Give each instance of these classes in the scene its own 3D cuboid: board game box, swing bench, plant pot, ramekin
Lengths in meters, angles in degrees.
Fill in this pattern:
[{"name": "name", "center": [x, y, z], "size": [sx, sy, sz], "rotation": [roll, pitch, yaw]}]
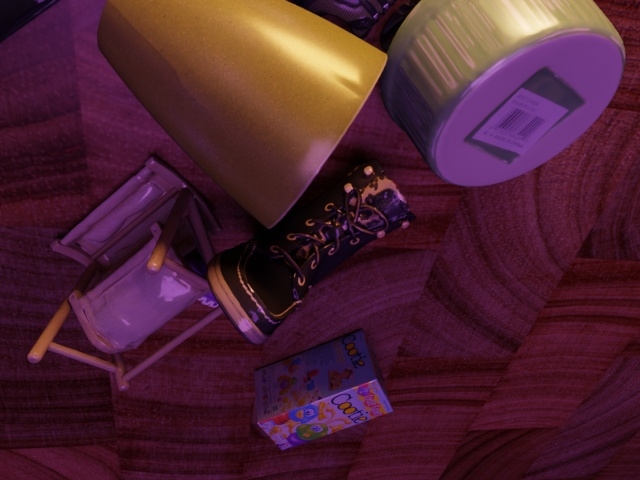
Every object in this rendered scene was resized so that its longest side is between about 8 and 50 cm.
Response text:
[{"name": "board game box", "center": [0.005, 0.345, 1.091], "size": [0.275, 0.144, 0.142], "rotation": [-22, 128, 7]}, {"name": "swing bench", "center": [-0.292, 0.050, 0.757], "size": [0.253, 0.255, 0.165], "rotation": [-35, 134, 16]}, {"name": "plant pot", "center": [-0.114, -0.209, 0.612], "size": [0.293, 0.275, 0.275], "rotation": [34, 115, -11]}, {"name": "ramekin", "center": [0.250, -0.213, 0.661], "size": [0.303, 0.148, 0.304], "rotation": [-14, 149, -9]}]

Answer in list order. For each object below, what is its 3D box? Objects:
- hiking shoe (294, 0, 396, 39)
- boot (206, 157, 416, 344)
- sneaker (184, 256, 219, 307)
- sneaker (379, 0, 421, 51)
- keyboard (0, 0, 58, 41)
[{"name": "hiking shoe", "center": [0.072, -0.341, 0.646], "size": [0.226, 0.086, 0.114], "rotation": [-5, 137, 3]}, {"name": "boot", "center": [0.000, 0.000, 0.725], "size": [0.284, 0.377, 0.138], "rotation": [-34, 91, 8]}, {"name": "sneaker", "center": [-0.158, 0.085, 0.907], "size": [0.104, 0.095, 0.236], "rotation": [-43, 127, 12]}, {"name": "sneaker", "center": [0.206, -0.315, 0.681], "size": [0.228, 0.086, 0.132], "rotation": [-36, 127, 14]}, {"name": "keyboard", "center": [-0.404, -0.365, 0.557], "size": [0.317, 0.033, 0.202], "rotation": [-29, 133, 9]}]
